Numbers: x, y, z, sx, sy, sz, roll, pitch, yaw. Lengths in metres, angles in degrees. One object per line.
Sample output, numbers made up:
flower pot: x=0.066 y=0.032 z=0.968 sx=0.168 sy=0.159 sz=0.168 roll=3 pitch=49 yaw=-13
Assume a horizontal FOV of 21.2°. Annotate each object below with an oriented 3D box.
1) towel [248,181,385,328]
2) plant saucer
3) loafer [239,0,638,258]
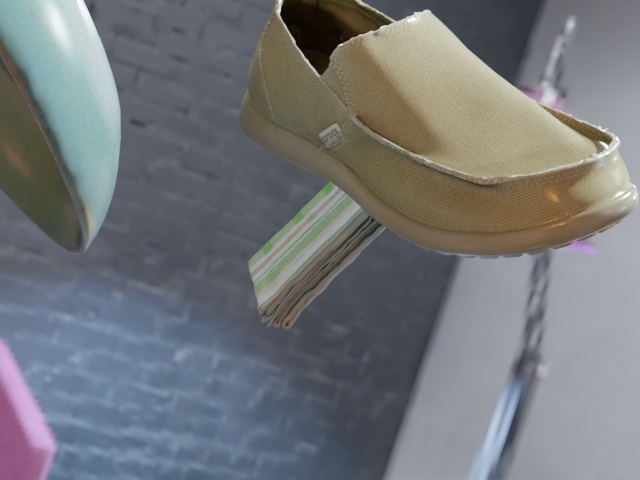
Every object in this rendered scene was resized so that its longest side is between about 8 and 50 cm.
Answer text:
towel: x=0.000 y=0.000 z=1.144 sx=0.023 sy=0.113 sz=0.152 roll=46 pitch=5 yaw=-12
plant saucer: x=-0.166 y=-0.136 z=0.654 sx=0.317 sy=0.044 sz=0.317 roll=50 pitch=-14 yaw=18
loafer: x=0.048 y=-0.068 z=0.892 sx=0.102 sy=0.092 sz=0.268 roll=-27 pitch=35 yaw=-35
